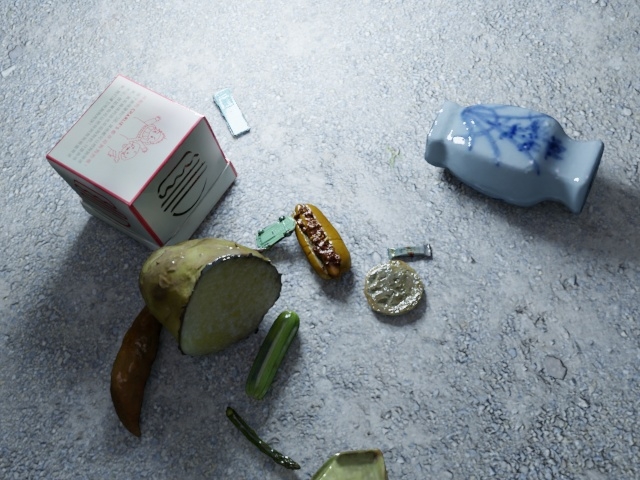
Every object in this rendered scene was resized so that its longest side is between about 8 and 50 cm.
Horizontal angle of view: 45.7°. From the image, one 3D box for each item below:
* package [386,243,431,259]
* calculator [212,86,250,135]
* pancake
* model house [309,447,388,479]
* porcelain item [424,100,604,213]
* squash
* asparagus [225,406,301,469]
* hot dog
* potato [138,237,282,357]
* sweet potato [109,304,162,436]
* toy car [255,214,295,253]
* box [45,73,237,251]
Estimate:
[{"bbox_3d":[0.221,0.028,1.901,0.111,0.015,0.037,-6,57,6],"label":"package"},{"bbox_3d":[-0.258,-0.370,2.189,0.057,0.018,0.172,-28,62,-3],"label":"calculator"},{"bbox_3d":[0.179,0.114,1.860,0.152,0.025,0.151,-5,63,9],"label":"pancake"},{"bbox_3d":[0.075,0.598,1.545,0.321,0.261,0.266,38,49,7],"label":"model house"},{"bbox_3d":[0.475,-0.215,1.886,0.405,0.178,0.242,21,68,19],"label":"porcelain item"},{"bbox_3d":[-0.114,0.269,1.813,0.066,0.066,0.228,18,68,18],"label":"squash"},{"bbox_3d":[-0.140,0.457,1.742,0.236,0.027,0.034,35,85,24],"label":"asparagus"},{"bbox_3d":[0.000,0.000,1.922,0.102,0.076,0.249,-25,60,-7],"label":"hot dog"},{"bbox_3d":[-0.285,0.096,1.844,0.237,0.289,0.300,39,107,43],"label":"potato"},{"bbox_3d":[-0.448,0.289,1.843,0.106,0.095,0.354,20,65,-26],"label":"sweet potato"},{"bbox_3d":[-0.114,-0.018,1.956,0.122,0.035,0.059,-31,58,13],"label":"toy car"},{"bbox_3d":[-0.454,-0.189,1.973,0.312,0.300,0.314,28,72,23],"label":"box"}]
